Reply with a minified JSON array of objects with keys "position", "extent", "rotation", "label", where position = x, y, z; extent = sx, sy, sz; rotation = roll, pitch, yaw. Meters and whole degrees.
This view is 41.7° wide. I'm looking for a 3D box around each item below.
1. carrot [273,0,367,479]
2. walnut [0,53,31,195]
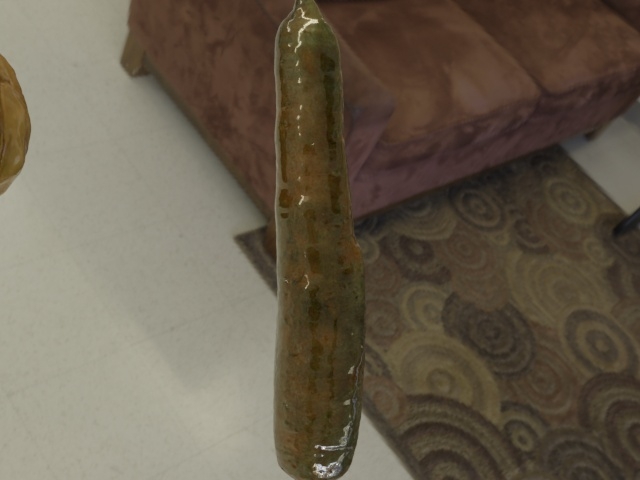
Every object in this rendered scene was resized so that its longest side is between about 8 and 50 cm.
[{"position":[-0.001,0.000,0.584],"extent":[0.070,0.070,0.342],"rotation":[-4,96,-32],"label":"carrot"},{"position":[-0.289,-0.071,0.593],"extent":[0.144,0.180,0.144],"rotation":[59,11,-19],"label":"walnut"}]
